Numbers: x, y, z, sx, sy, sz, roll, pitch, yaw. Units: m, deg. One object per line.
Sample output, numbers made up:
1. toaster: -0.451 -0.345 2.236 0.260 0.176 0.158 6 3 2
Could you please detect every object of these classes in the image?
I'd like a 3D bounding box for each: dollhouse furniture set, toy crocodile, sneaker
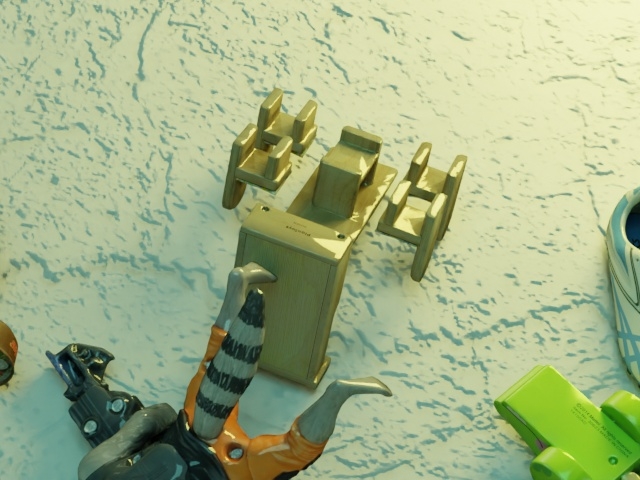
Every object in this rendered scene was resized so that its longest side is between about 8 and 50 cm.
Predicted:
1. dollhouse furniture set: 0.000 0.000 1.675 0.212 0.161 0.242 20 39 11
2. toy crocodile: 0.298 0.239 1.540 0.340 0.105 0.115 38 66 25
3. sneaker: 0.329 0.053 1.653 0.085 0.086 0.237 -5 61 -6

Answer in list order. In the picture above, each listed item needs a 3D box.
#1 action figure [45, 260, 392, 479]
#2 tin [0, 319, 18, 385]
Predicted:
1. action figure: -0.143 0.166 1.505 0.341 0.178 0.330 42 95 26
2. tin: -0.379 0.096 1.600 0.190 0.106 0.040 6 59 2
